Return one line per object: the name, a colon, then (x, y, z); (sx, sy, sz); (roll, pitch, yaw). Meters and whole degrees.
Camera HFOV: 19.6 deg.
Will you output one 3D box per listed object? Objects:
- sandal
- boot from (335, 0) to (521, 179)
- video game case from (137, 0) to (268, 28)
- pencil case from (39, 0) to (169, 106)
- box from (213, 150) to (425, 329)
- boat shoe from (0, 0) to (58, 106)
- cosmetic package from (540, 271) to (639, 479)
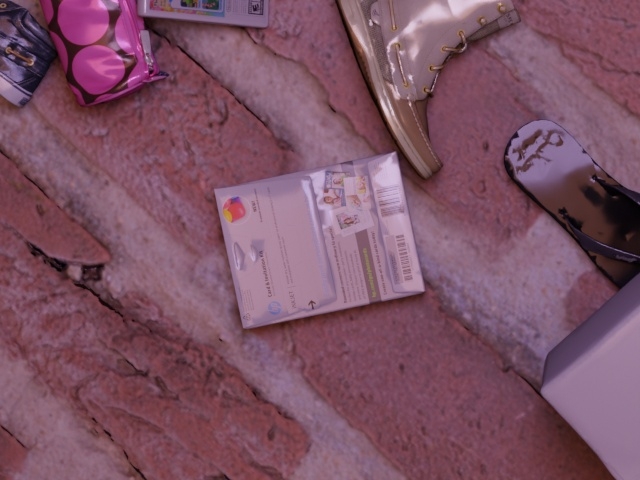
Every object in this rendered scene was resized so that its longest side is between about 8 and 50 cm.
sandal: (0.285, -0.019, 1.822); (0.254, 0.054, 0.097); (36, 92, 3)
boot: (0.122, -0.182, 1.824); (0.165, 0.077, 0.213); (-22, 85, 1)
video game case: (-0.113, -0.293, 1.827); (0.143, 0.019, 0.157); (1, 90, -34)
pencil case: (-0.223, -0.241, 1.819); (0.098, 0.095, 0.209); (-7, 108, 45)
box: (0.000, 0.000, 1.848); (0.186, 0.038, 0.145); (-12, 89, 2)
boat shoe: (-0.347, -0.220, 1.861); (0.183, 0.065, 0.083); (37, 90, -4)
cosmetic package: (0.440, 0.057, 1.673); (0.453, 0.161, 0.230); (-42, 92, 13)
